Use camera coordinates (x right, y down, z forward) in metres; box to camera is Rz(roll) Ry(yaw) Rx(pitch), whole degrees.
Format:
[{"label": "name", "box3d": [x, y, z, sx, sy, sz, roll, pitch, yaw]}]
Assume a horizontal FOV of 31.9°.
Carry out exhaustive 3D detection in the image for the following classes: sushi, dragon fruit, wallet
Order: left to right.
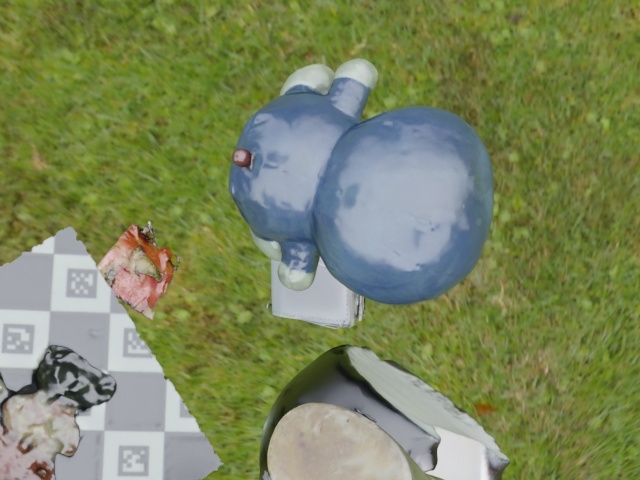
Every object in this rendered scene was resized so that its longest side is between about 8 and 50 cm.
[{"label": "sushi", "box3d": [-0.233, 0.144, 0.894, 0.219, 0.047, 0.231, -32, 86, -17]}, {"label": "dragon fruit", "box3d": [-0.241, 0.031, 1.530, 0.096, 0.147, 0.102, -45, 105, 5]}, {"label": "wallet", "box3d": [0.000, 0.000, 1.556, 0.170, 0.069, 0.231, 5, 97, 35]}]

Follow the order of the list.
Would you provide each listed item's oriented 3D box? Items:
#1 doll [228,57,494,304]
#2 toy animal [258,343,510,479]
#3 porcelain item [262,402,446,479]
[{"label": "doll", "box3d": [0.038, -0.049, 1.027, 0.258, 0.154, 0.228, 19, 95, 23]}, {"label": "toy animal", "box3d": [0.021, 0.283, 1.109, 0.251, 0.251, 0.310, 34, 96, 16]}, {"label": "porcelain item", "box3d": [0.047, 0.140, 0.574, 0.084, 0.213, 0.054, 27, 80, 33]}]
